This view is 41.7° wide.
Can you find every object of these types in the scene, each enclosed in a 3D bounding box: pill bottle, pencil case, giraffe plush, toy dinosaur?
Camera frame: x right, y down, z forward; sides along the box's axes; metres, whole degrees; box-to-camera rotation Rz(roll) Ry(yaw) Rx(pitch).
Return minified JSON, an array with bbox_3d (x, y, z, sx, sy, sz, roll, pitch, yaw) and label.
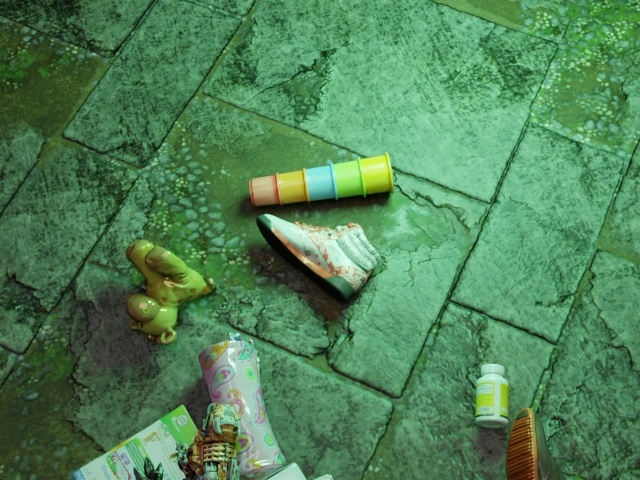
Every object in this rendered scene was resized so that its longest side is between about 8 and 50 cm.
[{"bbox_3d":[0.339,0.306,1.654,0.065,0.065,0.116,5,64,5],"label":"pill bottle"},{"bbox_3d":[-0.153,0.330,1.638,0.124,0.124,0.284,-15,63,-5],"label":"pencil case"},{"bbox_3d":[-0.336,0.118,1.749,0.210,0.181,0.170,34,78,-19],"label":"giraffe plush"},{"bbox_3d":[-0.216,0.443,1.446,0.164,0.218,0.321,37,66,-25],"label":"toy dinosaur"}]

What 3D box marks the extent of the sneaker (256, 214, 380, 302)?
[{"bbox_3d":[0.001,0.001,1.811,0.270,0.090,0.145,39,70,16],"label":"sneaker"}]

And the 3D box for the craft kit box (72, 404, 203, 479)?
[{"bbox_3d":[-0.307,0.484,1.605,0.247,0.061,0.249,-31,66,-9],"label":"craft kit box"}]

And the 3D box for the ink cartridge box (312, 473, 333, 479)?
[{"bbox_3d":[-0.032,0.448,1.312,0.151,0.063,0.109,-21,64,-7],"label":"ink cartridge box"}]

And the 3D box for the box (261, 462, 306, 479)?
[{"bbox_3d":[-0.028,0.533,1.451,0.127,0.262,0.231,-30,67,-11],"label":"box"}]

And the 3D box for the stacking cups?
[{"bbox_3d":[0.001,-0.128,1.869,0.317,0.096,0.096,-9,64,-1],"label":"stacking cups"}]

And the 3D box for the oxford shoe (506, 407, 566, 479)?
[{"bbox_3d":[0.417,0.452,1.577,0.099,0.097,0.271,6,67,-16],"label":"oxford shoe"}]
